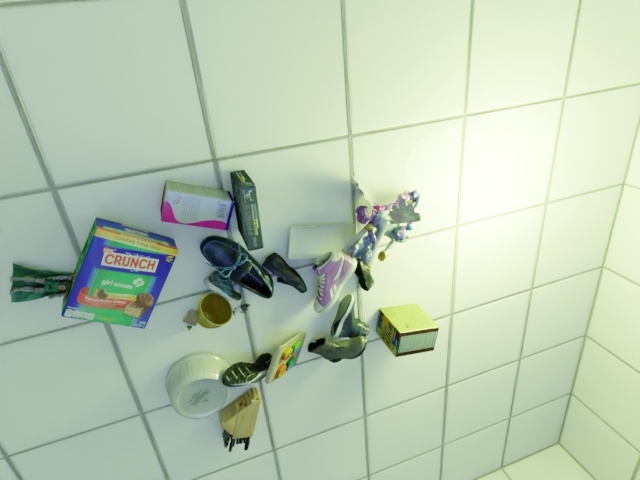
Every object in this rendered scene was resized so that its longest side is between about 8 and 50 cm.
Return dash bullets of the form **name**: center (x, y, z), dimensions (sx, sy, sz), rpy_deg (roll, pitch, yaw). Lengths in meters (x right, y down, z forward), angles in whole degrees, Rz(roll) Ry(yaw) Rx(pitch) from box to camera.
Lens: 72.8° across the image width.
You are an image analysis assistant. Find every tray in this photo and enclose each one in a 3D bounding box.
- **tray**: center (0.000, 0.000, 1.735), dimensions (0.270, 0.030, 0.145), rpy_deg (-3, 116, -21)

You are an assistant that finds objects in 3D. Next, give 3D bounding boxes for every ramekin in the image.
- **ramekin**: center (-0.490, 0.604, 1.776), dimensions (0.273, 0.127, 0.272), rpy_deg (-9, 118, -18)

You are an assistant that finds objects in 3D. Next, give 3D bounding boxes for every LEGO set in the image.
- **LEGO set**: center (-0.317, 0.273, 1.750), dimensions (0.083, 0.023, 0.054), rpy_deg (-3, 114, -6)

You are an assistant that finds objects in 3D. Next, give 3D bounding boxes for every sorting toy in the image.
- **sorting toy**: center (-0.141, 0.502, 1.860), dimensions (0.208, 0.038, 0.193), rpy_deg (-14, 127, -58)
- **sorting toy**: center (-0.506, 0.313, 1.695), dimensions (0.062, 0.012, 0.083), rpy_deg (30, 97, -35)

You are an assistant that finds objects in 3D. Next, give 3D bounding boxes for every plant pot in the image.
- **plant pot**: center (-0.419, 0.283, 1.661), dimensions (0.134, 0.134, 0.095), rpy_deg (25, 132, -30)

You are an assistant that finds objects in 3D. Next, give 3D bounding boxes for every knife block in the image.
- **knife block**: center (-0.337, 0.828, 1.970), dimensions (0.276, 0.088, 0.242), rpy_deg (-37, 123, -2)

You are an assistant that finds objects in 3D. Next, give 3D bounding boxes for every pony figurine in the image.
- **pony figurine**: center (0.237, -0.077, 1.682), dimensions (0.363, 0.303, 0.351), rpy_deg (-58, 153, 7)

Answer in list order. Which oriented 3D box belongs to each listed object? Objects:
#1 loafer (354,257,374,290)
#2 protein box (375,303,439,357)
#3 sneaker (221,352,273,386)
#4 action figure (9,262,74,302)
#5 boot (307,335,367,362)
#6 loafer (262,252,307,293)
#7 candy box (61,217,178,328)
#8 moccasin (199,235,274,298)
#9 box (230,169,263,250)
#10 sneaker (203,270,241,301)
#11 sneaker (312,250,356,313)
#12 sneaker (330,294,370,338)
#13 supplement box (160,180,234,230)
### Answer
- **loafer**: center (0.187, 0.137, 1.867), dimensions (0.061, 0.062, 0.170), rpy_deg (-40, 129, -26)
- **protein box**: center (0.392, 0.407, 1.988), dimensions (0.201, 0.200, 0.136), rpy_deg (-4, 115, -20)
- **sneaker**: center (-0.296, 0.559, 1.805), dimensions (0.271, 0.100, 0.108), rpy_deg (-3, 130, -52)
- **action figure**: center (-0.886, 0.148, 1.439), dimensions (0.232, 0.063, 0.137), rpy_deg (4, 110, -27)
- **boot**: center (0.069, 0.468, 1.910), dimensions (0.161, 0.083, 0.246), rpy_deg (31, 132, -33)
- **loafer**: center (-0.139, 0.139, 1.725), dimensions (0.078, 0.076, 0.223), rpy_deg (-40, 118, 7)
- **candy box**: center (-0.663, 0.115, 1.446), dimensions (0.268, 0.122, 0.317), rpy_deg (19, 101, -36)
- **moccasin**: center (-0.289, 0.099, 1.615), dimensions (0.342, 0.117, 0.137), rpy_deg (35, 98, -31)
- **box**: center (-0.254, -0.106, 1.492), dimensions (0.059, 0.183, 0.232), rpy_deg (-12, 118, -16)
- **sneaker**: center (-0.359, 0.174, 1.660), dimensions (0.166, 0.065, 0.076), rpy_deg (37, 93, -33)
- **sneaker**: center (0.010, 0.163, 1.771), dimensions (0.161, 0.102, 0.282), rpy_deg (21, 105, -32)
- **sneaker**: center (0.154, 0.341, 1.922), dimensions (0.163, 0.086, 0.226), rpy_deg (12, 118, -17)
- **supplement box**: center (-0.417, -0.117, 1.463), dimensions (0.220, 0.114, 0.111), rpy_deg (8, 112, -26)
